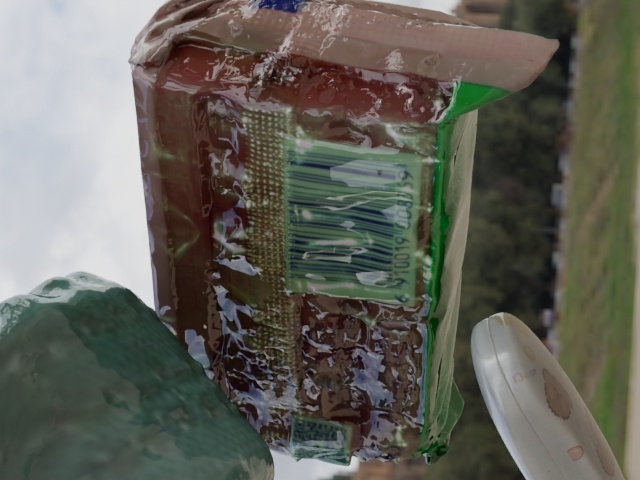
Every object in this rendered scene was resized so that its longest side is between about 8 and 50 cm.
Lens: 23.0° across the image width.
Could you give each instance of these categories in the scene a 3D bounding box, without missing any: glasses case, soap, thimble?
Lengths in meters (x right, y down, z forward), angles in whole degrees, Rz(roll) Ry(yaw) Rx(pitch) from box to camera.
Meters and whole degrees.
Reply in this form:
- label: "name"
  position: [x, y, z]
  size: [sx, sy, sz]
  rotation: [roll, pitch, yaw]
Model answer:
- label: "glasses case"
  position: [0.118, 0.102, 0.780]
  size: [0.164, 0.041, 0.063]
  rotation: [55, -163, -33]
- label: "soap"
  position: [-0.001, 0.002, 0.818]
  size: [0.098, 0.218, 0.273]
  rotation: [-64, -19, -44]
- label: "thimble"
  position: [-0.135, 0.123, 0.740]
  size: [0.235, 0.143, 0.198]
  rotation: [-28, -15, -50]
